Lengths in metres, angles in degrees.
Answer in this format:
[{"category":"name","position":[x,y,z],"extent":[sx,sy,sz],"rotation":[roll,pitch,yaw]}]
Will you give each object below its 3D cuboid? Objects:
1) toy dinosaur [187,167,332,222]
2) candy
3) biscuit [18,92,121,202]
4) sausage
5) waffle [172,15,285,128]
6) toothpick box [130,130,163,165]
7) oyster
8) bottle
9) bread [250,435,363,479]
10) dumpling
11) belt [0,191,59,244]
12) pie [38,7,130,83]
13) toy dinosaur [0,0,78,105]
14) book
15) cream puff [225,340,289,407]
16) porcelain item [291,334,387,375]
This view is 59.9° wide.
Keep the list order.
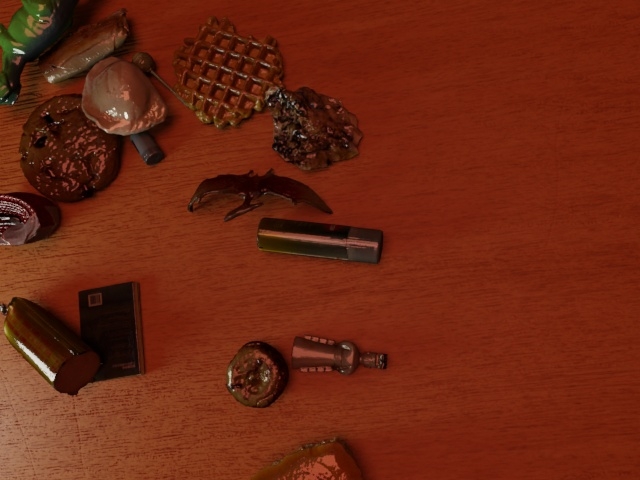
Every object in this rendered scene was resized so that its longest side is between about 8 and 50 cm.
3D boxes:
[{"category":"toy dinosaur","position":[-0.147,-0.095,1.313],"extent":[0.327,0.113,0.207],"rotation":[-14,40,-13]},{"category":"candy","position":[-0.413,-0.412,1.443],"extent":[0.202,0.061,0.061],"rotation":[43,90,5]},{"category":"biscuit","position":[-0.654,-0.244,1.438],"extent":[0.295,0.075,0.296],"rotation":[-2,81,10]},{"category":"sausage","position":[-0.675,0.232,1.332],"extent":[0.317,0.125,0.117],"rotation":[31,53,21]},{"category":"waffle","position":[-0.233,-0.433,1.405],"extent":[0.281,0.058,0.301],"rotation":[-44,77,-1]},{"category":"toothpick box","position":[-0.441,-0.238,1.412],"extent":[0.052,0.052,0.083],"rotation":[-37,75,2]},{"category":"oyster","position":[-0.016,-0.278,1.334],"extent":[0.222,0.083,0.214],"rotation":[-11,82,1]},{"category":"bottle","position":[0.000,0.000,1.282],"extent":[0.286,0.082,0.082],"rotation":[7,82,10]},{"category":"bread","position":[-0.025,0.530,1.181],"extent":[0.245,0.121,0.174],"rotation":[-24,76,3]},{"category":"dumpling","position":[-0.510,-0.360,1.393],"extent":[0.179,0.131,0.252],"rotation":[-40,78,-12]},{"category":"belt","position":[-0.773,-0.058,1.405],"extent":[0.200,0.124,0.128],"rotation":[4,99,5]},{"category":"pie","position":[-0.619,-0.516,1.475],"extent":[0.282,0.068,0.129],"rotation":[-27,61,11]},{"category":"toy dinosaur","position":[-0.666,-0.563,1.412],"extent":[0.499,0.144,0.375],"rotation":[-12,70,20]},{"category":"book","position":[-0.515,0.225,1.362],"extent":[0.160,0.024,0.228],"rotation":[-10,80,10]},{"category":"cream puff","position":[-0.141,0.303,1.256],"extent":[0.149,0.084,0.149],"rotation":[-2,79,14]},{"category":"porcelain item","position":[0.044,0.260,1.245],"extent":[0.213,0.054,0.084],"rotation":[3,84,11]}]
